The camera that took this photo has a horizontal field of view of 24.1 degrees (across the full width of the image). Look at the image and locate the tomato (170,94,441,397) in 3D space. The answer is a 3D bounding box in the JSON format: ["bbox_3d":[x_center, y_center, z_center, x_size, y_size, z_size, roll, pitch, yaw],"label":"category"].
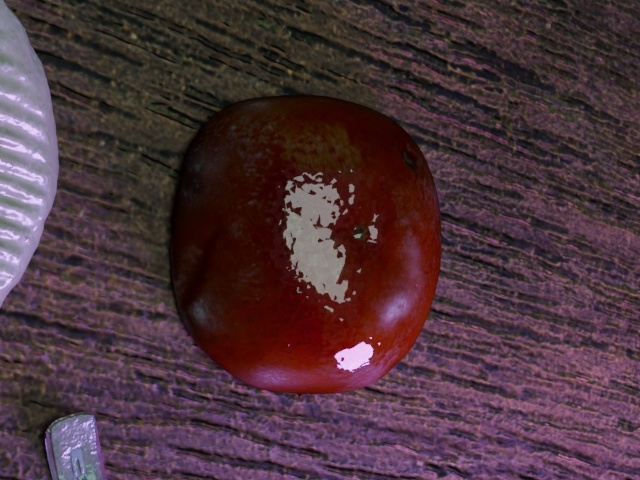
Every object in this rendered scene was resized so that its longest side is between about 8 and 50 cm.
[{"bbox_3d":[0.011,-0.001,1.522,0.338,0.144,0.338,5,82,-34],"label":"tomato"}]

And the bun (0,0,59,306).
[{"bbox_3d":[-0.379,-0.069,1.188,0.365,0.219,0.365,-19,114,-50],"label":"bun"}]

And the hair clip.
[{"bbox_3d":[-0.222,0.229,1.411,0.054,0.022,0.137,-19,98,-34],"label":"hair clip"}]
